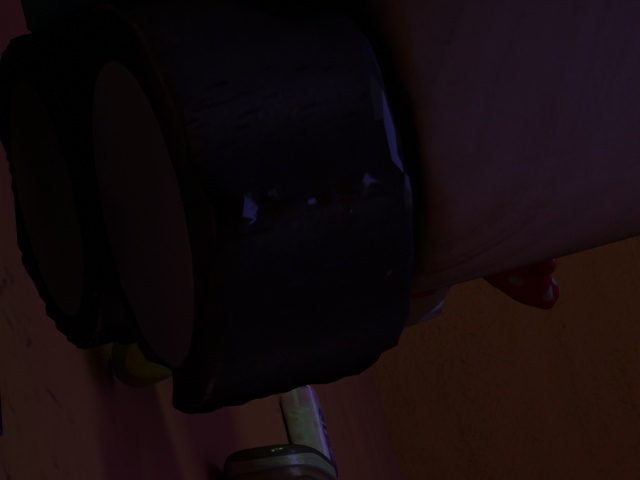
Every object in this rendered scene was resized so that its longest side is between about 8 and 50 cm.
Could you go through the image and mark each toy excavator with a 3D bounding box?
[{"bbox_3d":[-0.024,-0.201,0.590,0.433,0.222,0.445,-173,-108,-70],"label":"toy excavator"}]

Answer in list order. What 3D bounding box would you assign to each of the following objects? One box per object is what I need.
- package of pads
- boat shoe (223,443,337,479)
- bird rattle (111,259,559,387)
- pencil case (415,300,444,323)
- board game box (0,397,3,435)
[{"bbox_3d":[-0.010,0.168,1.513,0.050,0.032,0.083,51,24,-74],"label":"package of pads"},{"bbox_3d":[-0.019,0.181,1.105,0.190,0.068,0.072,66,20,-67],"label":"boat shoe"},{"bbox_3d":[0.000,0.000,0.891,0.207,0.253,0.143,122,-42,-62],"label":"bird rattle"},{"bbox_3d":[-0.012,-0.096,1.602,0.183,0.160,0.410,-28,102,-71],"label":"pencil case"},{"bbox_3d":[-0.136,-0.055,0.512,0.136,0.035,0.201,70,6,-50],"label":"board game box"}]
